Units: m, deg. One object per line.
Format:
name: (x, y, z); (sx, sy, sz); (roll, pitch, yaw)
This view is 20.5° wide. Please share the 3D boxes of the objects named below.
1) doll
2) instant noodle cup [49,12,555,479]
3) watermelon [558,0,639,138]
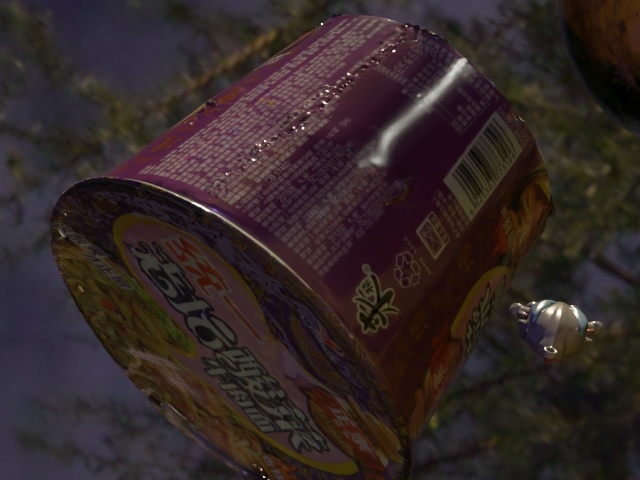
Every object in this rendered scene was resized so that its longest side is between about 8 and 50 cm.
doll: (0.155, 0.058, 1.158); (0.039, 0.057, 0.114); (-49, 1, 12)
instant noodle cup: (0.000, 0.000, 1.355); (0.266, 0.340, 0.340); (-49, -39, -30)
watermelon: (0.290, -0.177, 1.188); (0.269, 0.269, 0.269); (-21, -50, -27)
